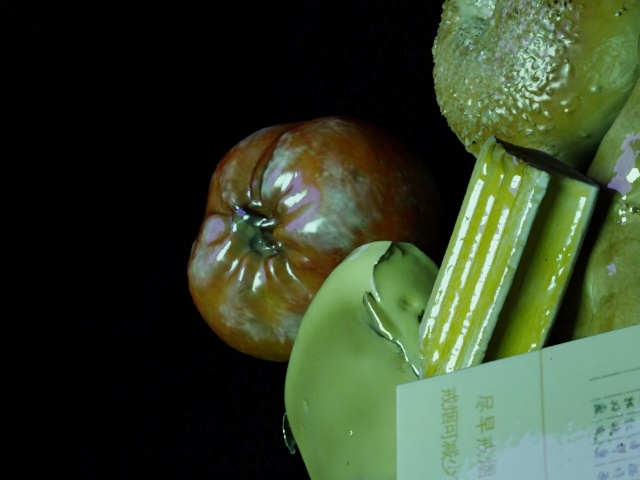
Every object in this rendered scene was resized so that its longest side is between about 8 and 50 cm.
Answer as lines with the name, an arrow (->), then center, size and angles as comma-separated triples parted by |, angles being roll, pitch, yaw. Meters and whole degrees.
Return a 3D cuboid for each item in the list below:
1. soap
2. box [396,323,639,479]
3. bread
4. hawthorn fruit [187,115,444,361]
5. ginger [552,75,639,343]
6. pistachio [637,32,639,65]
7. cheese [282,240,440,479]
soap -> 0.153, 0.038, 1.398 | 0.140, 0.073, 0.232 | -125, 52, -72
box -> 0.223, 0.166, 1.208 | 0.365, 0.051, 0.205 | -17, 55, 30
bread -> 0.213, -0.206, 1.583 | 0.305, 0.158, 0.305 | -47, 34, 46
hawthorn fruit -> 0.000, 0.000, 1.753 | 0.284, 0.284, 0.284 | -47, 33, 44
ginger -> 0.252, 0.028, 1.373 | 0.363, 0.122, 0.348 | -89, 18, -57
pistachio -> 0.359, -0.193, 1.240 | 0.213, 0.163, 0.260 | -59, 27, -11
cheese -> 0.063, 0.166, 1.593 | 0.259, 0.128, 0.316 | 62, 143, 23
